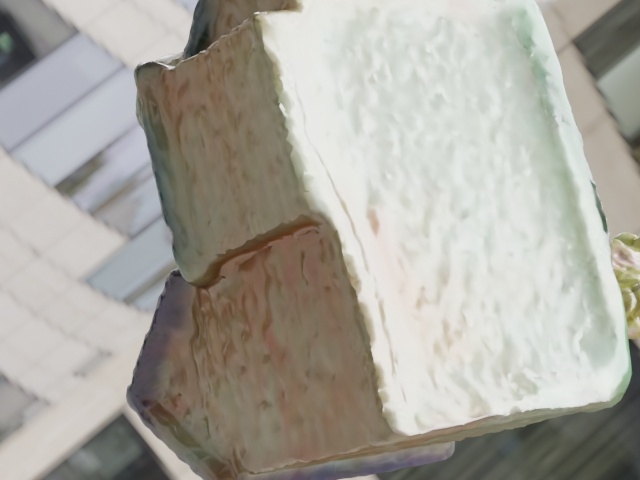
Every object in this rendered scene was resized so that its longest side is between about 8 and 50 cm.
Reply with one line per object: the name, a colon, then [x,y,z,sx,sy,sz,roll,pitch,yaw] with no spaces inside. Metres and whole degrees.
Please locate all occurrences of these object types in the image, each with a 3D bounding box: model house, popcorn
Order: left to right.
model house: [0.000,0.000,1.164,0.280,0.245,0.312,-26,-103,52]
popcorn: [0.231,0.047,1.423,0.097,0.109,0.089,13,-55,39]
